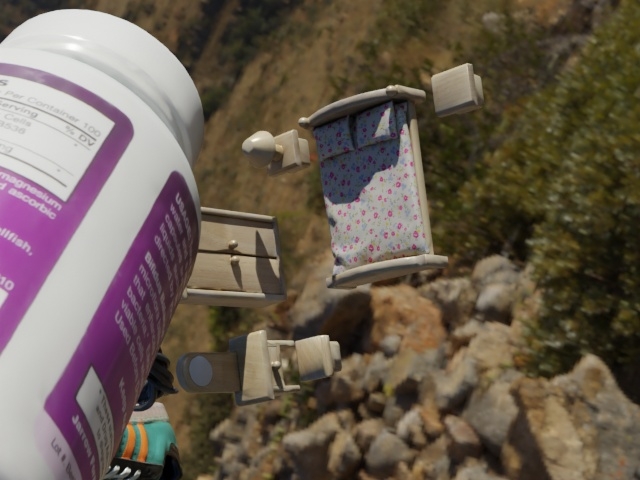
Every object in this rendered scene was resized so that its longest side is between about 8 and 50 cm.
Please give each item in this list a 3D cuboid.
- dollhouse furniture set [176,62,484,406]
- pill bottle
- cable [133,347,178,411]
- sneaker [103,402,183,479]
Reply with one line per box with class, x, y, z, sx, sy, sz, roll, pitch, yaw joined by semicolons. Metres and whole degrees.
dollhouse furniture set;0.000;0.000;1.207;0.355;0.174;0.303;-17;75;39
pill bottle;-0.151;0.017;0.528;0.169;0.169;0.301;-47;16;36
cable;-0.222;0.108;1.120;0.047;0.184;0.150;-78;12;-48
sneaker;-0.279;0.297;1.551;0.108;0.302;0.121;-36;75;22
